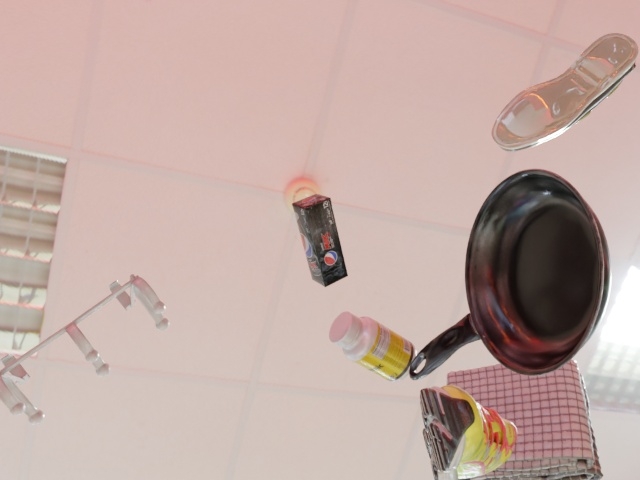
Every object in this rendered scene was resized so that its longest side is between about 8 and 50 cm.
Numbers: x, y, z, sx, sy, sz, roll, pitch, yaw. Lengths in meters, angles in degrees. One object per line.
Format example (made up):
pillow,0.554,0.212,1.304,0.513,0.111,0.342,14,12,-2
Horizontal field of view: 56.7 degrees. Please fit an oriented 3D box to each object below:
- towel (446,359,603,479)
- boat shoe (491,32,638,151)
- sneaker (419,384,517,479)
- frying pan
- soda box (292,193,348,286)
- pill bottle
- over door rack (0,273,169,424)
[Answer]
towel,0.395,0.374,1.193,0.284,0.235,0.121,-17,-52,26
boat shoe,0.488,-0.280,1.198,0.324,0.116,0.097,-39,-23,2
sneaker,0.156,0.195,0.609,0.094,0.081,0.208,-12,-30,3
frying pan,0.192,0.085,0.607,0.053,0.197,0.326,2,-59,-19
soda box,0.000,0.000,1.133,0.060,0.053,0.168,-24,-65,-23
pill bottle,0.071,0.144,0.819,0.116,0.065,0.065,33,-83,-23
over door rack,-0.370,0.163,0.930,0.239,0.324,0.108,-37,-80,-24
